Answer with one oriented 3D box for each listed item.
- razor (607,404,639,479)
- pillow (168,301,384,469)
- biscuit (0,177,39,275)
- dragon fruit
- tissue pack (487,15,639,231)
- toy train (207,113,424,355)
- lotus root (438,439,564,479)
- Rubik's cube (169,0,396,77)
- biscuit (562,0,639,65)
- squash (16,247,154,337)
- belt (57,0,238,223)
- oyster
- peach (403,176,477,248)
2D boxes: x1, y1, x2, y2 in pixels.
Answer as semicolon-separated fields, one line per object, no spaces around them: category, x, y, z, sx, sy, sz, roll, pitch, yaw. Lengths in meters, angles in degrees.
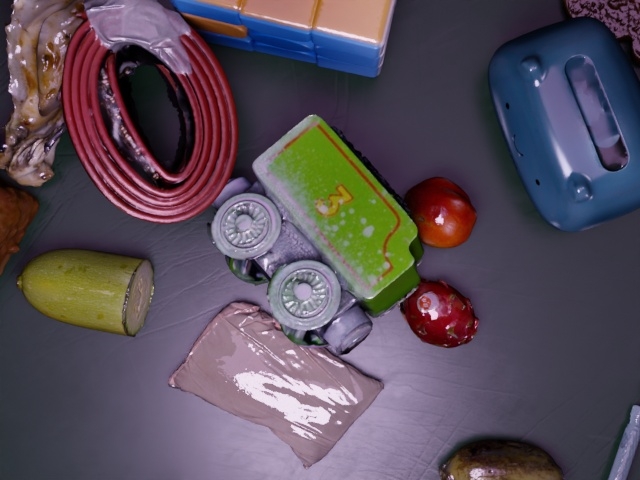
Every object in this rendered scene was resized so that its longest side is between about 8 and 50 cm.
razor;0.429;0.351;1.886;0.106;0.068;0.231;22;83;0
pillow;-0.065;0.209;1.886;0.270;0.067;0.173;32;94;2
biscuit;-0.645;-0.014;1.850;0.395;0.166;0.342;29;93;1
dragon fruit;0.142;0.086;1.878;0.190;0.094;0.094;37;89;6
tissue pack;0.358;-0.163;1.820;0.198;0.206;0.287;-19;90;-1
toy train;0.000;0.000;1.821;0.249;0.173;0.307;-39;71;-3
lotus root;0.259;0.329;1.867;0.179;0.089;0.080;-2;132;-3
Rubik's cube;-0.025;-0.407;1.788;0.292;0.290;0.291;14;89;2
biscuit;0.470;-0.347;1.904;0.236;0.039;0.179;15;91;2
squash;-0.343;0.071;1.871;0.187;0.123;0.123;8;89;4
belt;-0.236;-0.183;1.776;0.227;0.115;0.323;-19;98;-12
oyster;-0.366;-0.232;1.868;0.198;0.133;0.336;22;94;3
peach;0.168;-0.039;1.873;0.101;0.101;0.100;0;89;1
